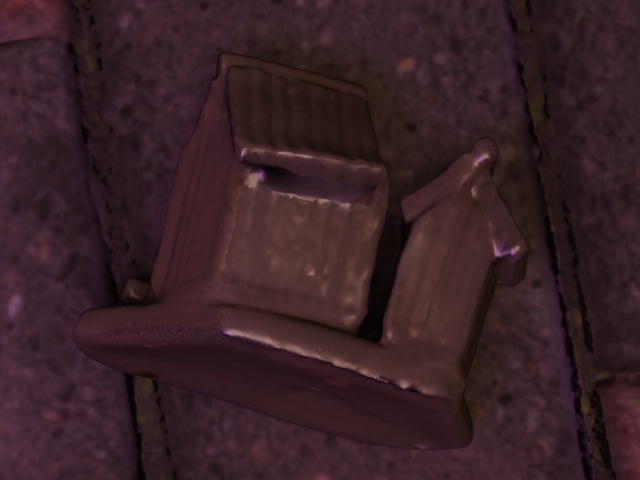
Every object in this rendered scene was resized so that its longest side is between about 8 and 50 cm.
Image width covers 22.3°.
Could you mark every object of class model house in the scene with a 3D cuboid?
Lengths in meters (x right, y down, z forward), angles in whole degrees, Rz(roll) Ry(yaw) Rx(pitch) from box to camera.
[{"bbox_3d":[0.000,0.004,0.875,0.229,0.122,0.188,16,83,-8],"label":"model house"}]
